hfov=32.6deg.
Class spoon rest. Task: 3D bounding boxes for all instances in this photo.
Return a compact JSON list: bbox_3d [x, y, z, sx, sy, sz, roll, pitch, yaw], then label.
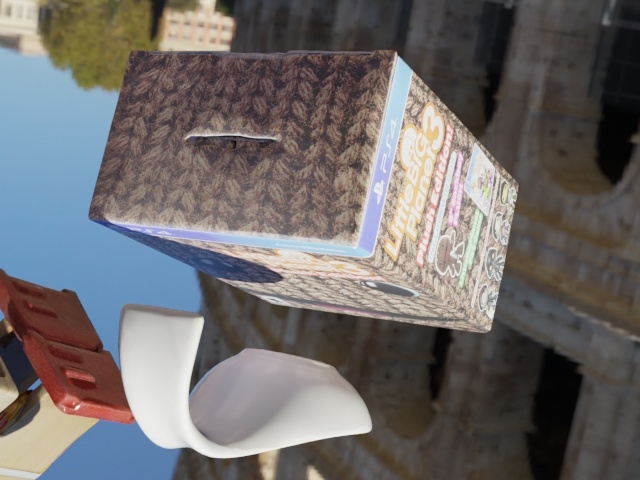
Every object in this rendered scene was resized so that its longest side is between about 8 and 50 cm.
[{"bbox_3d":[-0.055,0.111,0.759,0.137,0.084,0.276,7,168,24],"label":"spoon rest"}]

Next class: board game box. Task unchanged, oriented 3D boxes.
[{"bbox_3d":[0.001,-0.034,0.901,0.232,0.141,0.291,6,167,29],"label":"board game box"}]

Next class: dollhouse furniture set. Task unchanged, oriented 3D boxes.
[{"bbox_3d":[-0.336,0.117,0.850,0.152,0.201,0.374,53,-170,28],"label":"dollhouse furniture set"}]
